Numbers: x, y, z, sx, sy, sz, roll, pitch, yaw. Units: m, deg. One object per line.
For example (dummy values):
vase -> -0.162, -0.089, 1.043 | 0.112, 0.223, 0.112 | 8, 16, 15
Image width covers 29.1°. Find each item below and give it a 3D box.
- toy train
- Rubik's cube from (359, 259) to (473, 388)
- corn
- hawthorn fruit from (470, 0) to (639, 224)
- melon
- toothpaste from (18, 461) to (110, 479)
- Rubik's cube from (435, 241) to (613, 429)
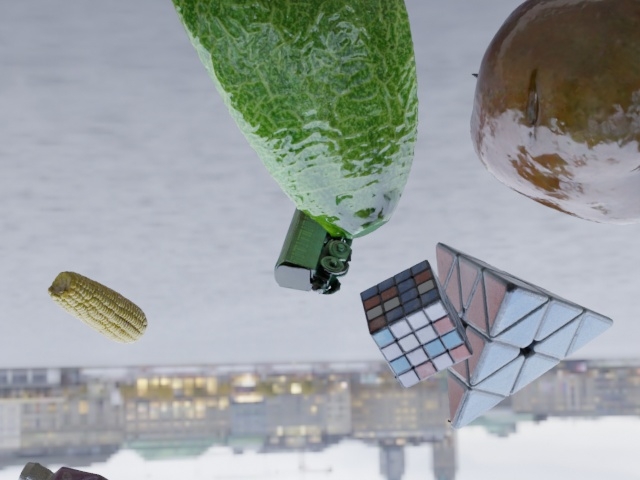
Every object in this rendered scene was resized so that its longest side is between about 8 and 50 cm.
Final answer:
toy train -> 0.000, 0.000, 1.245 | 0.071, 0.148, 0.038 | 15, 130, 1
Rubik's cube -> 0.110, 0.096, 1.424 | 0.092, 0.092, 0.092 | -27, -152, 9
corn -> -0.323, 0.100, 1.817 | 0.067, 0.067, 0.206 | -4, 155, 27
hawthorn fruit -> 0.292, -0.154, 1.386 | 0.301, 0.267, 0.268 | 12, -175, 43
melon -> -0.004, -0.150, 1.115 | 0.196, 0.323, 0.124 | -25, -171, -8
toothpaste -> -0.204, 0.332, 1.389 | 0.301, 0.075, 0.048 | 27, -171, 5
Rubik's cube -> 0.283, 0.126, 1.926 | 0.233, 0.228, 0.228 | -17, -158, 37
